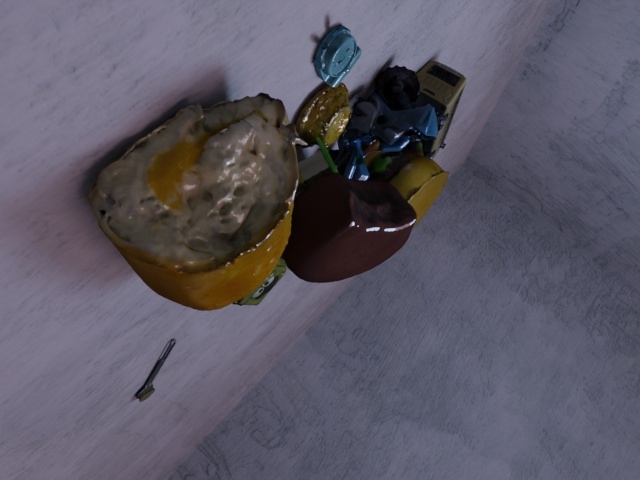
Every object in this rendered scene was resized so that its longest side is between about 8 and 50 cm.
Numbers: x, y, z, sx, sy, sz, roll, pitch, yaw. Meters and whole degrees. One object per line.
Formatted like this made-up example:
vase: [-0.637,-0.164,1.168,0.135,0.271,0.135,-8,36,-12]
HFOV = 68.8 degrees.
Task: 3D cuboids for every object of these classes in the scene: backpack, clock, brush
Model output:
backpack: [-0.213,0.083,1.299,0.207,0.140,0.253,-51,159,5]
clock: [0.033,-0.401,0.996,0.108,0.045,0.147,-52,165,4]
brush: [-0.502,0.404,1.445,0.266,0.027,0.062,-56,164,23]
clock: [-0.064,-0.115,1.188,0.255,0.106,0.220,-28,159,6]

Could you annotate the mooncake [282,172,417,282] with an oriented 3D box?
mooncake: [0.054,-0.036,1.109,0.325,0.174,0.334,-18,153,-14]

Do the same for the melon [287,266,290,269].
melon: [0.000,0.000,1.427,0.248,0.249,0.329,-40,-162,-33]

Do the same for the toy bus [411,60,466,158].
toy bus: [0.382,-0.436,1.664,0.202,0.176,0.365,-51,165,-19]

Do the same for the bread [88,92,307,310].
bread: [-0.180,-0.032,0.882,0.361,0.250,0.394,-43,165,-21]

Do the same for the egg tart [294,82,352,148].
egg tart: [0.016,-0.298,1.149,0.191,0.074,0.191,-46,163,-19]

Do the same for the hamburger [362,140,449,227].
hamburger: [0.234,-0.183,1.645,0.395,0.277,0.396,-42,162,-17]

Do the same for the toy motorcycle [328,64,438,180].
toy motorcycle: [0.166,-0.277,1.314,0.416,0.232,0.172,-51,176,7]
